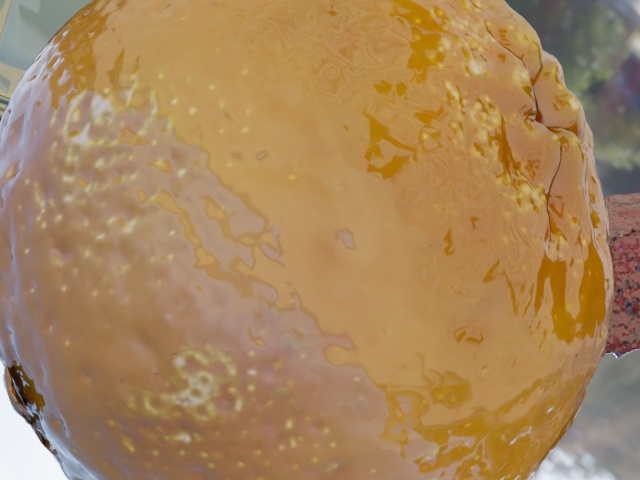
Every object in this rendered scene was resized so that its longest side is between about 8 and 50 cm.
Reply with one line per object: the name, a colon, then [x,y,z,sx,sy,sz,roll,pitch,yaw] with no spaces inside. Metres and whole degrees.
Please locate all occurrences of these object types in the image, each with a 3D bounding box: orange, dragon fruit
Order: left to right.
orange: [0.000,0.000,0.895,0.340,0.293,0.341,38,-143,-36]
dragon fruit: [0.217,0.025,1.284,0.083,0.162,0.106,35,138,55]

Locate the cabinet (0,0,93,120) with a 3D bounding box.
cabinet: [-0.155,-0.229,1.423,0.227,0.318,0.290,17,-178,6]
